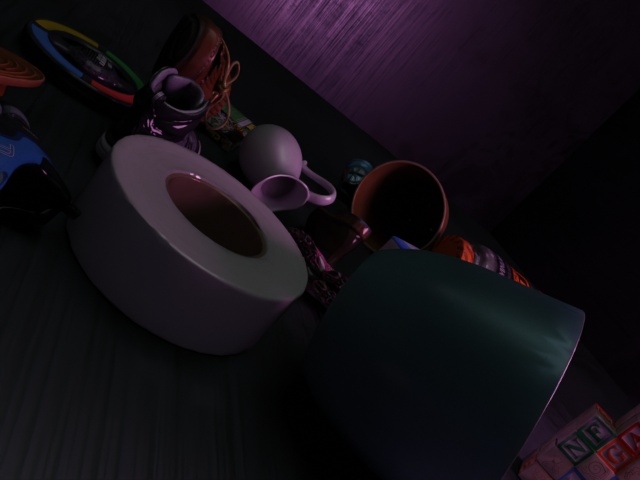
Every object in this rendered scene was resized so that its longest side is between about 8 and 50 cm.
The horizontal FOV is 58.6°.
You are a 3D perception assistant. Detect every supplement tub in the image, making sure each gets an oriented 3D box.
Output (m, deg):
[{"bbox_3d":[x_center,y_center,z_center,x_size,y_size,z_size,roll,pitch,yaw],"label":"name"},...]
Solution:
[{"bbox_3d":[0.391,0.147,1.347,0.338,0.207,0.207,36,19,-19],"label":"supplement tub"}]

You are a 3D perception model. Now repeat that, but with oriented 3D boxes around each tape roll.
[{"bbox_3d":[-0.152,0.001,0.700,0.286,0.100,0.286,38,18,-14],"label":"tape roll"}]

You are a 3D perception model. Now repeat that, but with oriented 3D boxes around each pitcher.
[{"bbox_3d":[-0.069,-0.141,1.138,0.178,0.125,0.207,7,37,-22],"label":"pitcher"}]

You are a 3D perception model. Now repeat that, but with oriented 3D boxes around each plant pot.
[{"bbox_3d":[0.122,0.147,0.678,0.235,0.293,0.293,31,14,17],"label":"plant pot"},{"bbox_3d":[0.235,-0.071,1.482,0.237,0.237,0.254,49,17,19],"label":"plant pot"}]

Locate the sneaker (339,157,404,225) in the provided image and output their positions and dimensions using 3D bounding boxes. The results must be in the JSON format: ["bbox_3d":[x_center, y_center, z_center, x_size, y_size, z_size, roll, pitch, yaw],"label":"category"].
[{"bbox_3d":[0.139,-0.098,1.614,0.262,0.104,0.125,49,48,-14],"label":"sneaker"}]

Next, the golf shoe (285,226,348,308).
[{"bbox_3d":[-0.013,0.056,0.953,0.186,0.067,0.086,48,-11,24],"label":"golf shoe"}]

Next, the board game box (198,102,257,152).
[{"bbox_3d":[-0.221,-0.273,1.314,0.136,0.030,0.259,39,18,-4],"label":"board game box"}]

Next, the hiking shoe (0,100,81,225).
[{"bbox_3d":[-0.326,-0.066,0.460,0.132,0.113,0.304,44,18,7],"label":"hiking shoe"}]

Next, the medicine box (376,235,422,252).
[{"bbox_3d":[0.224,0.163,1.049,0.289,0.149,0.263,25,25,-47],"label":"medicine box"}]

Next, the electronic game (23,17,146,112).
[{"bbox_3d":[-0.389,-0.297,0.973,0.229,0.048,0.229,38,18,-14],"label":"electronic game"}]

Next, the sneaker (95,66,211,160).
[{"bbox_3d":[-0.222,-0.180,0.881,0.101,0.153,0.268,42,17,-2],"label":"sneaker"}]

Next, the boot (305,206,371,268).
[{"bbox_3d":[0.000,0.000,1.079,0.082,0.106,0.219,46,-16,-18],"label":"boot"}]

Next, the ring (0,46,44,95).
[{"bbox_3d":[-0.452,-0.218,0.558,0.337,0.032,0.336,25,10,-5],"label":"ring"}]

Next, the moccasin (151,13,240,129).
[{"bbox_3d":[-0.211,-0.278,0.999,0.147,0.139,0.380,29,-13,-14],"label":"moccasin"}]

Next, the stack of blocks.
[{"bbox_3d":[0.502,0.359,0.941,0.171,0.297,0.087,50,19,18],"label":"stack of blocks"}]
